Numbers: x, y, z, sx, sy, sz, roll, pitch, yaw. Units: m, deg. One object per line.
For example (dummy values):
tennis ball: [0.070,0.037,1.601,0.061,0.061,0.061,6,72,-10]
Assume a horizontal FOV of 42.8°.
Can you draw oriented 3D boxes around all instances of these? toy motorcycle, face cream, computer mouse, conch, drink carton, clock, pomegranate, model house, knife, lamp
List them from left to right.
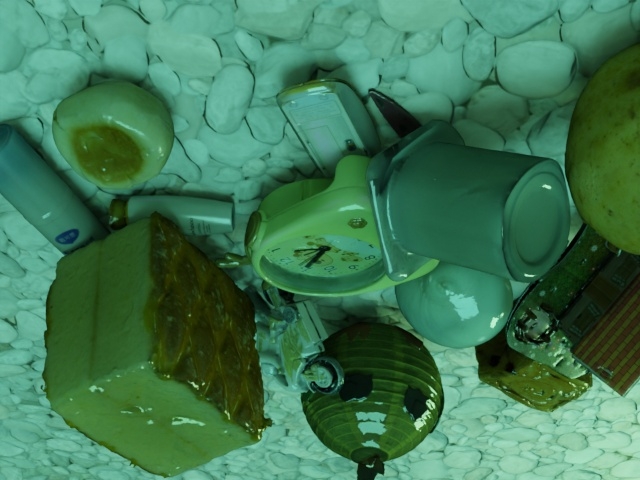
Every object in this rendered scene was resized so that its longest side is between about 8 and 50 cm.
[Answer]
face cream: [-0.392,-0.055,1.172,0.077,0.077,0.250,-15,137,19]
face cream: [-0.219,-0.036,1.207,0.182,0.051,0.072,2,142,1]
toy motorcycle: [-0.054,0.164,1.330,0.151,0.228,0.074,-40,165,34]
clock: [0.000,0.000,1.182,0.308,0.096,0.235,-19,146,30]
computer mouse: [0.013,-0.148,1.067,0.102,0.044,0.199,-12,146,18]
lamp: [0.082,0.280,1.388,0.250,0.284,0.250,4,144,3]
knife: [0.142,-0.125,1.114,0.035,0.018,0.247,-23,132,30]
conch: [0.207,0.101,1.318,0.185,0.121,0.221,32,144,11]
drink carton: [0.193,-0.047,1.017,0.190,0.191,0.185,11,125,47]
model house: [0.433,0.097,1.169,0.207,0.154,0.293,28,105,-29]
pomegranate: [0.407,-0.107,0.945,0.261,0.260,0.260,1,139,1]

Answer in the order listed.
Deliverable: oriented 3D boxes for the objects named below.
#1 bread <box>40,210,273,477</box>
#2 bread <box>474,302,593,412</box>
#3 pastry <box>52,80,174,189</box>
bread: [-0.233,0.157,1.180,0.207,0.279,0.279,-23,140,16]
bread: [0.362,0.195,1.386,0.158,0.143,0.149,23,135,-17]
pastry: [-0.267,-0.139,1.061,0.157,0.092,0.156,-1,137,-1]
